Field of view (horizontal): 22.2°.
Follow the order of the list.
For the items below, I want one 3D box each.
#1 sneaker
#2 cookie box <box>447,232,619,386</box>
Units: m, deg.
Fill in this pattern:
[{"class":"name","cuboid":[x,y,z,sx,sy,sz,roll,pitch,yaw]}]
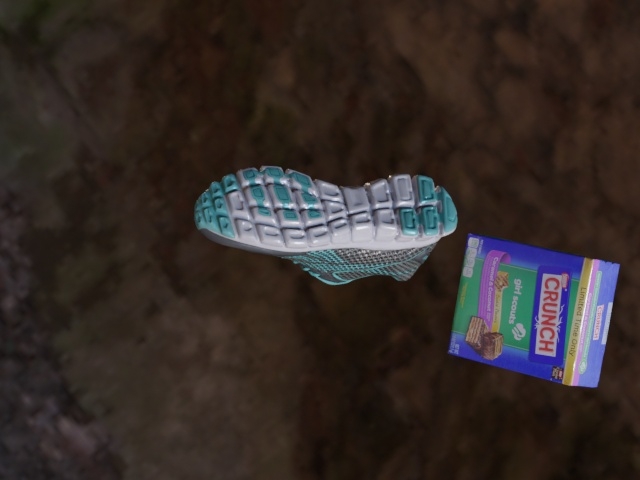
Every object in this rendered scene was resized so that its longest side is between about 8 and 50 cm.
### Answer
[{"class":"sneaker","cuboid":[0.000,0.000,1.028,0.076,0.166,0.065,111,-22,-47]},{"class":"cookie box","cuboid":[0.150,0.048,1.159,0.107,0.092,0.040,12,4,39]}]
